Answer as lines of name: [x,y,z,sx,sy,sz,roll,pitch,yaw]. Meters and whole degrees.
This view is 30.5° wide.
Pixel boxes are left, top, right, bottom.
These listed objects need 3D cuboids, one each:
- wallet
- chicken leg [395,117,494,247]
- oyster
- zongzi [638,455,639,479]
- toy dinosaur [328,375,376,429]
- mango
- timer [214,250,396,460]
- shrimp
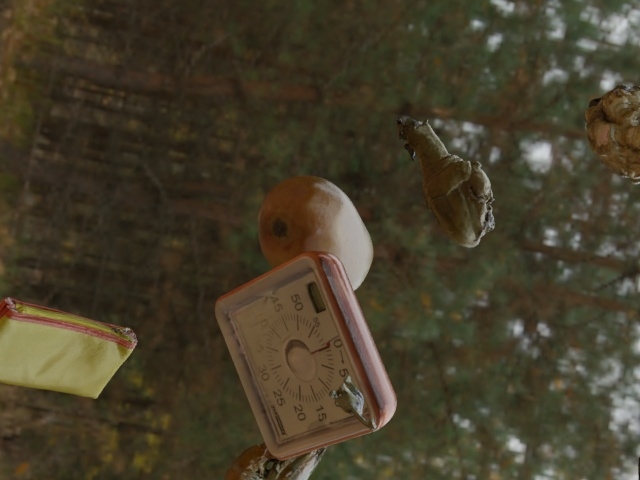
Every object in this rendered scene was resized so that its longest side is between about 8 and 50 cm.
wallet: [-0.411,0.161,1.789,0.141,0.241,0.067,-50,-135,21]
chicken leg: [0.196,-0.098,1.788,0.228,0.103,0.088,63,12,3]
oyster: [0.463,-0.145,1.631,0.081,0.191,0.163,105,8,-63]
zongzi: [0.351,0.235,0.990,0.319,0.362,0.383,11,-91,45]
toy dinosaur: [0.034,0.200,1.502,0.058,0.037,0.180,59,0,-11]
mango: [0.000,0.000,2.280,0.317,0.173,0.211,35,56,-51]
timer: [-0.003,0.157,1.671,0.250,0.161,0.257,-32,-102,61]
shrimp: [-0.070,0.365,1.895,0.217,0.115,0.051,-40,-154,-16]
